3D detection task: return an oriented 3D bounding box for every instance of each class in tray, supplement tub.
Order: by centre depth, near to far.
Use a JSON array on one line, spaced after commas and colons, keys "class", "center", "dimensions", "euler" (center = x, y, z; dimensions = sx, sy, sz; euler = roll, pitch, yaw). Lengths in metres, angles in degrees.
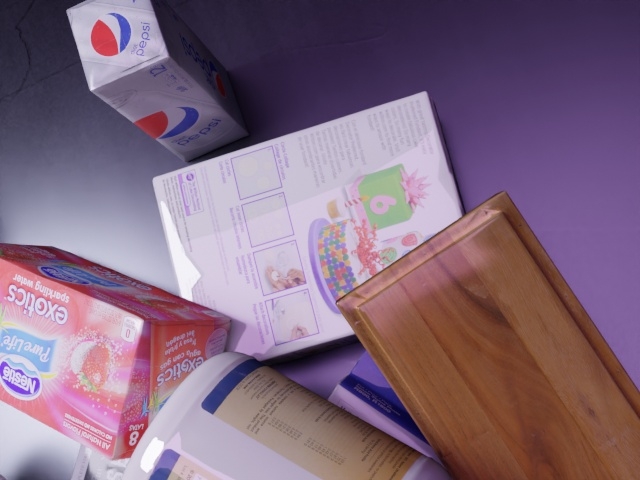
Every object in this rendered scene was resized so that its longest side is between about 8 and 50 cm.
[{"class": "supplement tub", "center": [-0.012, 0.271, 1.061], "dimensions": [0.316, 0.228, 0.228], "euler": [28, 86, 15]}, {"class": "tray", "center": [0.212, 0.177, 1.119], "dimensions": [0.202, 0.076, 0.411], "euler": [-34, 88, 1]}]

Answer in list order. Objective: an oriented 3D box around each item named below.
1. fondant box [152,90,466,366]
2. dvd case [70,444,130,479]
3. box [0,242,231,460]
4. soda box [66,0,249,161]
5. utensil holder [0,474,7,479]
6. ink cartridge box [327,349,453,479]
[{"class": "fondant box", "center": [0.000, 0.000, 1.253], "dimensions": [0.330, 0.096, 0.238], "euler": [-17, 77, 10]}, {"class": "dvd case", "center": [-0.170, 0.284, 1.269], "dimensions": [0.238, 0.029, 0.179], "euler": [12, 82, 14]}, {"class": "box", "center": [-0.265, 0.112, 1.215], "dimensions": [0.300, 0.142, 0.154], "euler": [19, 98, 33]}, {"class": "soda box", "center": [-0.170, -0.178, 1.229], "dimensions": [0.091, 0.286, 0.098], "euler": [-22, 76, 8]}, {"class": "utensil holder", "center": [-0.489, 0.447, 1.161], "dimensions": [0.385, 0.327, 0.328], "euler": [-40, 73, 5]}, {"class": "ink cartridge box", "center": [0.085, 0.254, 1.193], "dimensions": [0.223, 0.045, 0.224], "euler": [32, 87, 10]}]
